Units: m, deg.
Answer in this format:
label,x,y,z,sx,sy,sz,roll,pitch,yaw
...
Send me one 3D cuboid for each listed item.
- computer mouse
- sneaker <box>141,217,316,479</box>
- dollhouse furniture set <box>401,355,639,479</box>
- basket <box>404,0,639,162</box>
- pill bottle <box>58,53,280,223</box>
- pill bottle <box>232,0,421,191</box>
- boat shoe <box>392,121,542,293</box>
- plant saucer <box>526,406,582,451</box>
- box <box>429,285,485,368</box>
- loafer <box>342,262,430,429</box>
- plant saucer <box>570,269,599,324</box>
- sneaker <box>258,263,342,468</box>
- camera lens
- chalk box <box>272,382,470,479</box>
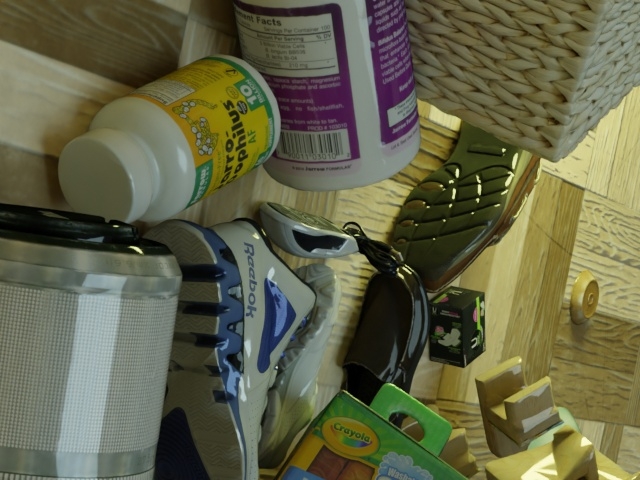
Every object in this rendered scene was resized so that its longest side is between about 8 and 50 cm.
label,x,y,z,sx,sy,sz,roll,pitch,yaw
computer mouse,0.000,0.000,1.836,0.193,0.106,0.042,15,106,-46
sneaker,-0.076,0.115,1.696,0.182,0.127,0.316,-23,116,-51
dollhouse furniture set,0.206,0.392,2.026,0.394,0.362,0.256,-26,123,-19
basket,0.218,-0.302,1.810,0.328,0.331,0.266,-39,148,-46
pill bottle,-0.138,-0.086,1.552,0.208,0.117,0.118,-33,126,-49
pill bottle,0.001,-0.214,1.688,0.169,0.169,0.302,-41,131,-45
boat shoe,0.198,-0.045,2.093,0.324,0.122,0.120,-53,142,-35
plant saucer,0.352,0.344,2.521,0.195,0.037,0.195,-23,118,-53
box,0.173,0.108,2.157,0.062,0.052,0.083,-32,126,-50
loafer,0.070,0.133,1.975,0.078,0.080,0.220,-1,100,-58
plant saucer,0.395,0.086,2.534,0.083,0.015,0.083,-22,117,-53
sneaker,-0.037,0.137,1.818,0.232,0.090,0.115,-64,152,-8
camera lens,-0.233,0.113,1.362,0.219,0.219,0.274,4,95,-58
chalk box,0.034,0.282,1.774,0.289,0.180,0.179,-56,179,-19
